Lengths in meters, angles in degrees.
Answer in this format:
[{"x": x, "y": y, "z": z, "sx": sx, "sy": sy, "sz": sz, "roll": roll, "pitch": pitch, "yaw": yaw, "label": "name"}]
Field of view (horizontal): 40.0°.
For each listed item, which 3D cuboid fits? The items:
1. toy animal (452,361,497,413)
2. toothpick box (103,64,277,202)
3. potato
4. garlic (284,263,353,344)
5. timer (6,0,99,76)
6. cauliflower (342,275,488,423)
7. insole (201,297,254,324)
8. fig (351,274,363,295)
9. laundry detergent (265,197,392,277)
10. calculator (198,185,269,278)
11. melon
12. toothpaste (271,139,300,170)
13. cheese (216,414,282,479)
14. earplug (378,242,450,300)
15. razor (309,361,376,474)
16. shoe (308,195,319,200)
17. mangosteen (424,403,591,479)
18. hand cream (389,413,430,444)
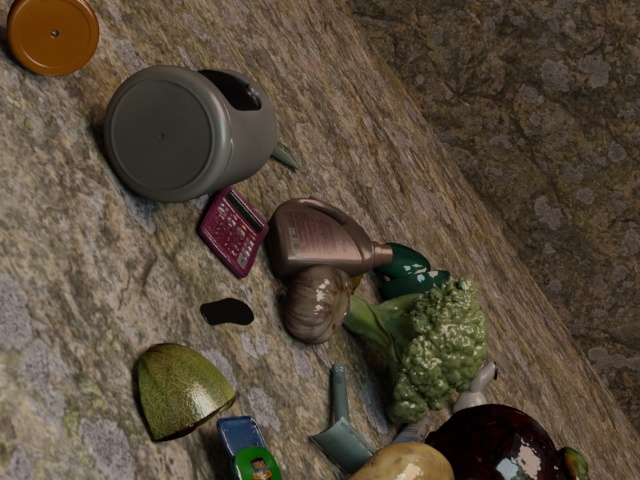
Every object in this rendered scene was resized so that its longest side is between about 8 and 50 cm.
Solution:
[{"x": 0.366, "y": 0.380, "z": 2.028, "sx": 0.131, "sy": 0.127, "sz": 0.181, "roll": 23, "pitch": 50, "yaw": -46, "label": "toy animal"}, {"x": -0.196, "y": -0.172, "z": 1.457, "sx": 0.229, "sy": 0.229, "sz": 0.316, "roll": 58, "pitch": 19, "yaw": 1, "label": "toothpick box"}, {"x": 0.115, "y": 0.406, "z": 1.394, "sx": 0.235, "sy": 0.128, "sz": 0.161, "roll": -30, "pitch": 112, "yaw": -35, "label": "potato"}, {"x": -0.009, "y": 0.111, "z": 1.580, "sx": 0.159, "sy": 0.102, "sz": 0.147, "roll": -48, "pitch": 138, "yaw": -45, "label": "garlic"}, {"x": -0.417, "y": -0.334, "z": 1.330, "sx": 0.132, "sy": 0.132, "sz": 0.152, "roll": 40, "pitch": 5, "yaw": -39, "label": "timer"}, {"x": 0.199, "y": 0.203, "z": 1.752, "sx": 0.281, "sy": 0.327, "sz": 0.260, "roll": 17, "pitch": -34, "yaw": 45, "label": "cauliflower"}, {"x": -0.148, "y": 0.116, "z": 1.414, "sx": 0.053, "sy": 0.002, "sz": 0.153, "roll": 62, "pitch": 21, "yaw": 11, "label": "insole"}, {"x": 0.057, "y": 0.076, "z": 1.840, "sx": 0.084, "sy": 0.082, "sz": 0.098, "roll": 142, "pitch": -65, "yaw": -76, "label": "fig"}, {"x": 0.016, "y": -0.008, "z": 1.688, "sx": 0.237, "sy": 0.076, "sz": 0.171, "roll": 0, "pitch": 56, "yaw": -23, "label": "laundry detergent"}, {"x": -0.155, "y": -0.021, "z": 1.556, "sx": 0.126, "sy": 0.034, "sz": 0.190, "roll": 51, "pitch": 27, "yaw": -19, "label": "calculator"}, {"x": -0.175, "y": 0.184, "z": 1.149, "sx": 0.128, "sy": 0.079, "sz": 0.160, "roll": 58, "pitch": 21, "yaw": -2, "label": "melon"}, {"x": -0.107, "y": -0.209, "z": 1.927, "sx": 0.218, "sy": 0.041, "sz": 0.064, "roll": 29, "pitch": 29, "yaw": -58, "label": "toothpaste"}, {"x": -0.051, "y": 0.375, "z": 1.144, "sx": 0.204, "sy": 0.083, "sz": 0.320, "roll": 13, "pitch": 48, "yaw": -62, "label": "cheese"}, {"x": 0.216, "y": 0.113, "z": 2.083, "sx": 0.257, "sy": 0.164, "sz": 0.280, "roll": 103, "pitch": -22, "yaw": -67, "label": "earplug"}, {"x": 0.036, "y": 0.290, "z": 1.517, "sx": 0.106, "sy": 0.068, "sz": 0.232, "roll": 50, "pitch": 15, "yaw": -22, "label": "razor"}, {"x": 0.000, "y": 0.000, "z": 1.798, "sx": 0.089, "sy": 0.092, "sz": 0.180, "roll": 25, "pitch": 34, "yaw": -62, "label": "shoe"}, {"x": 0.319, "y": 0.438, "z": 1.573, "sx": 0.311, "sy": 0.311, "sz": 0.311, "roll": 46, "pitch": 23, "yaw": -27, "label": "mangosteen"}, {"x": 0.185, "y": 0.376, "z": 1.723, "sx": 0.171, "sy": 0.065, "sz": 0.043, "roll": -27, "pitch": 116, "yaw": -71, "label": "hand cream"}]
